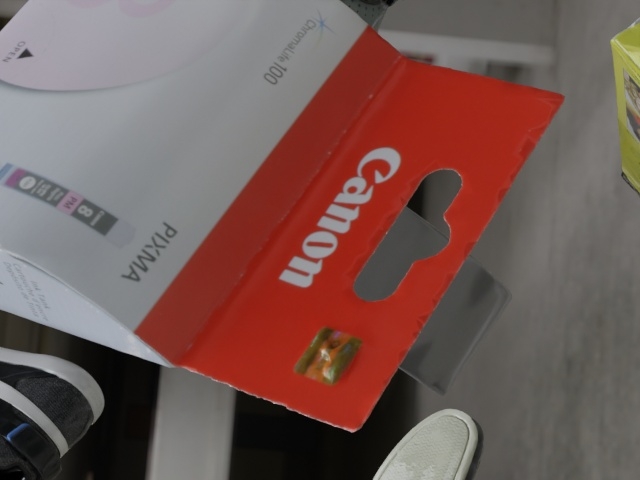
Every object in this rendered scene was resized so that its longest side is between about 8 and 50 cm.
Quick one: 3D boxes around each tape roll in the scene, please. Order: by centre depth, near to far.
[{"bbox_3d":[0.000,0.000,0.821,0.072,0.219,0.219,-55,3,-2],"label":"tape roll"}]

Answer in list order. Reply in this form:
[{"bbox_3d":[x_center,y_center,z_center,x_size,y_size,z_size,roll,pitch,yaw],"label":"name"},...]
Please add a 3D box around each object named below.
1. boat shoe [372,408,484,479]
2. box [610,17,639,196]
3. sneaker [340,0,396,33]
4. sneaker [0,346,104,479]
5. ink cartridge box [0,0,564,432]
[{"bbox_3d":[0.085,0.258,1.282,0.084,0.079,0.233,28,96,40],"label":"boat shoe"},{"bbox_3d":[0.207,-0.073,0.766,0.058,0.087,0.232,53,-179,19],"label":"box"},{"bbox_3d":[0.070,-0.217,0.892,0.123,0.178,0.296,14,-92,-51],"label":"sneaker"},{"bbox_3d":[-0.275,0.131,1.042,0.121,0.216,0.079,-55,-44,-42],"label":"sneaker"},{"bbox_3d":[-0.046,-0.041,0.585,0.189,0.232,0.066,-55,-38,-30],"label":"ink cartridge box"}]
